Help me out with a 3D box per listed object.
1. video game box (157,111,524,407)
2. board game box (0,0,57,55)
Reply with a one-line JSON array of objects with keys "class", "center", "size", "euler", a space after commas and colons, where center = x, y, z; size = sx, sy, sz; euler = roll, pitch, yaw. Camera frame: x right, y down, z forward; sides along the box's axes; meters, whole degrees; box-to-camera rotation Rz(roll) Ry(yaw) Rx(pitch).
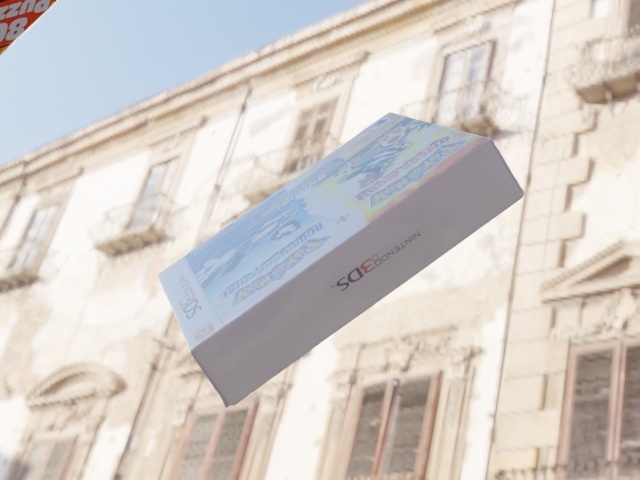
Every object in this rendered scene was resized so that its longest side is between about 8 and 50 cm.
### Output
[{"class": "video game box", "center": [0.000, 0.000, 0.677], "size": [0.048, 0.205, 0.187], "euler": [56, -6, -19]}, {"class": "board game box", "center": [-0.185, -0.344, 0.382], "size": [0.356, 0.356, 0.356], "euler": [45, 2, 9]}]
